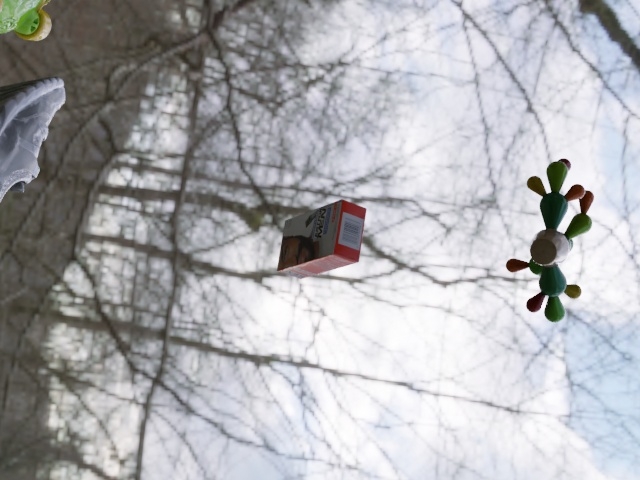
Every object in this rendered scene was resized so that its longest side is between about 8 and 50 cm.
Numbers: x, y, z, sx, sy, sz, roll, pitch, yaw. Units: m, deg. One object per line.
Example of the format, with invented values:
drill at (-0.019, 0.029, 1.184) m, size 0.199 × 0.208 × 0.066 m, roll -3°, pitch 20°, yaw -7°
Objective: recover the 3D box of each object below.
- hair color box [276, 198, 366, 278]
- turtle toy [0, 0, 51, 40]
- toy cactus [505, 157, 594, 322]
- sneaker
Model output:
hair color box at (0.000, 0.000, 1.694) m, size 0.167 × 0.053 × 0.093 m, roll -20°, pitch -124°, yaw 55°
turtle toy at (-0.212, -0.198, 0.722) m, size 0.130 × 0.066 × 0.095 m, roll -63°, pitch 169°, yaw 5°
toy cactus at (0.297, 0.001, 1.397) m, size 0.180 × 0.112 × 0.219 m, roll -12°, pitch 114°, yaw -70°
sneaker at (-0.393, -0.116, 1.315) m, size 0.281 × 0.105 × 0.115 m, roll -64°, pitch 142°, yaw -55°
